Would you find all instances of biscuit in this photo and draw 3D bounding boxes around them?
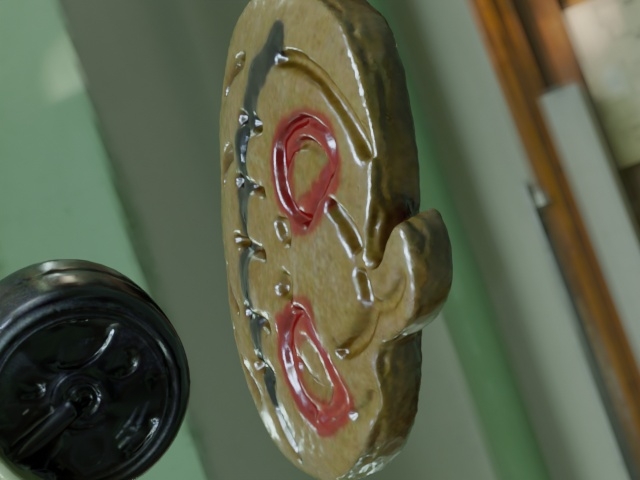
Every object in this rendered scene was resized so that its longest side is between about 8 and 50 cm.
[{"bbox_3d":[-0.001,0.000,1.381,0.314,0.063,0.367,-152,58,-63],"label":"biscuit"}]

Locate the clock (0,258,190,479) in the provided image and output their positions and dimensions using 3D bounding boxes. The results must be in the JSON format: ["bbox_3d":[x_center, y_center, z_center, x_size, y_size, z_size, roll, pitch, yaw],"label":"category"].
[{"bbox_3d":[-0.165,0.214,0.890,0.120,0.276,0.379,-143,38,-65],"label":"clock"}]
